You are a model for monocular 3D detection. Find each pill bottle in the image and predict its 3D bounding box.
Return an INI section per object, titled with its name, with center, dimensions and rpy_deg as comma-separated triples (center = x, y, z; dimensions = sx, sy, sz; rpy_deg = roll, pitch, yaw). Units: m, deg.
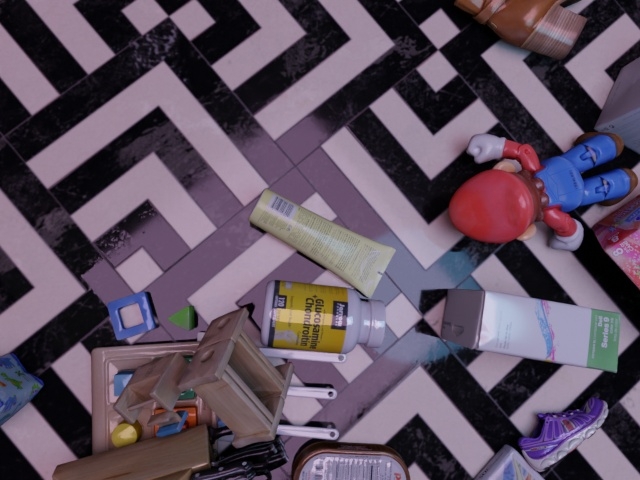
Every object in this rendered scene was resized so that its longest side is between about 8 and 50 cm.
[pill bottle]
center = 0.003, 0.120, 0.769
dimensions = 0.184, 0.103, 0.103
rpy_deg = 6, 84, -5

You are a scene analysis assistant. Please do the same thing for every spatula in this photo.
[spatula]
center = -0.083, 0.240, 0.790
dimensions = 0.241, 0.019, 0.168
rpy_deg = 6, 83, -3

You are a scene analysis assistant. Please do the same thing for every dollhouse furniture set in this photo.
[dollhouse furniture set]
center = -0.157, 0.203, 0.699
dimensions = 0.183, 0.129, 0.129
rpy_deg = -23, 115, 25

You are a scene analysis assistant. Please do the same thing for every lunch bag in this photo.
[lunch bag]
center = -0.497, 0.241, 0.696
dimensions = 0.096, 0.129, 0.151
rpy_deg = 43, 84, 1

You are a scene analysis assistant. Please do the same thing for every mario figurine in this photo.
[mario figurine]
center = 0.348, -0.083, 0.835
dimensions = 0.320, 0.170, 0.198
rpy_deg = -17, 50, -17

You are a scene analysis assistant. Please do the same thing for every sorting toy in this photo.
[sorting toy]
center = -0.256, 0.251, 0.751
dimensions = 0.195, 0.047, 0.348
rpy_deg = -3, 85, -1

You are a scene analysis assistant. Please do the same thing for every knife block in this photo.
[knife block]
center = -0.194, 0.324, 0.706
dimensions = 0.275, 0.242, 0.088
rpy_deg = -1, 106, 33

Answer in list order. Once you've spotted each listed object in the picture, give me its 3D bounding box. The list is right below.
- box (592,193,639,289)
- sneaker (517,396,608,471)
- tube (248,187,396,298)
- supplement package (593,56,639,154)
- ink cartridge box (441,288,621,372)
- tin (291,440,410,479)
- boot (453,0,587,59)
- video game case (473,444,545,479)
[box]
center = 0.602, 0.061, 0.787
dimensions = 0.300, 0.142, 0.154
rpy_deg = 49, 118, 0
[sneaker]
center = 0.397, 0.302, 0.811
dimensions = 0.169, 0.068, 0.071
rpy_deg = -27, 60, -17
[tube]
center = 0.000, 0.000, 0.808
dimensions = 0.240, 0.062, 0.070
rpy_deg = 28, 126, -7
[supplement package]
center = 0.635, -0.208, 0.845
dimensions = 0.244, 0.134, 0.139
rpy_deg = 27, 83, -3
[ink cartridge box]
center = 0.316, 0.135, 0.772
dimensions = 0.212, 0.154, 0.093
rpy_deg = 8, 84, -4
[tin]
center = 0.049, 0.379, 0.784
dimensions = 0.189, 0.040, 0.106
rpy_deg = 4, 88, -5
[boot]
center = 0.379, -0.477, 0.873
dimensions = 0.220, 0.109, 0.284
rpy_deg = 27, 90, 1
[video game case]
center = 0.318, 0.554, 0.793
dimensions = 0.300, 0.036, 0.329
rpy_deg = -45, 90, -8
